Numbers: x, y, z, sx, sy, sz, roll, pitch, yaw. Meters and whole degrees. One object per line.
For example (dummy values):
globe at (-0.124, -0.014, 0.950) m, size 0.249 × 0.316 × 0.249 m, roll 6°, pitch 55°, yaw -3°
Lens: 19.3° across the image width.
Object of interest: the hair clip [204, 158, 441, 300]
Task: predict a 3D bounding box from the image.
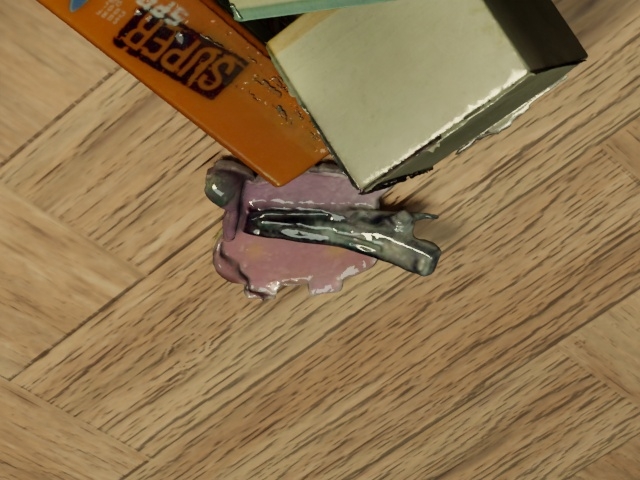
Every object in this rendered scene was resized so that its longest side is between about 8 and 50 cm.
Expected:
hair clip at (0.000, -0.006, 1.475) m, size 0.187 × 0.056 × 0.146 m, roll 4°, pitch 135°, yaw -3°

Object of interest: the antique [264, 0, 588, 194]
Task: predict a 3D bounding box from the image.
antique at (0.068, -0.131, 1.267) m, size 0.152 × 0.148 × 0.147 m, roll -34°, pitch 175°, yaw 24°

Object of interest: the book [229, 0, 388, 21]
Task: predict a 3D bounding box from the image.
book at (0.047, -0.245, 1.134) m, size 0.283 × 0.025 × 0.214 m, roll -6°, pitch 116°, yaw 24°

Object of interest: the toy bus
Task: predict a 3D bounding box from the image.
toy bus at (-0.129, -0.178, 1.237) m, size 0.093 × 0.092 × 0.409 m, roll -36°, pitch 132°, yaw 20°
